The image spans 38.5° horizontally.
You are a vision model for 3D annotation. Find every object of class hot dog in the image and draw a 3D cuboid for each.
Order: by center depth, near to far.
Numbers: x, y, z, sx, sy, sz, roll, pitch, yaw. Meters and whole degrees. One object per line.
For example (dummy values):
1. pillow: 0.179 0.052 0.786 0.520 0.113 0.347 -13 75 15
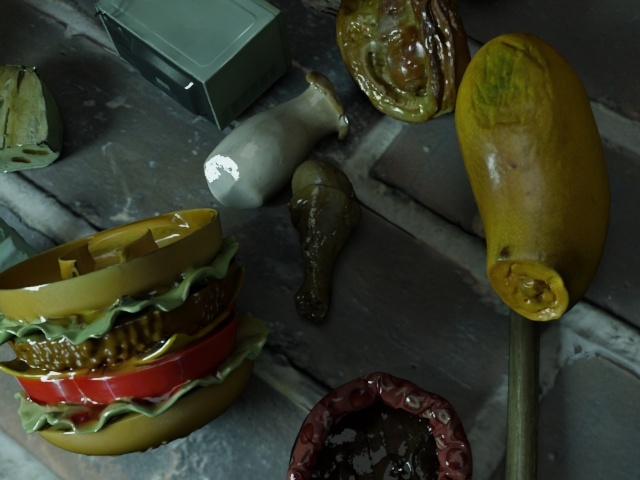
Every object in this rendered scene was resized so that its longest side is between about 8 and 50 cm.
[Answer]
1. hot dog: 0.104 -0.274 1.166 0.175 0.114 0.259 -33 53 35

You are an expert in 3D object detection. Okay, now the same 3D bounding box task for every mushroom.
1. mushroom: -0.051 -0.121 1.137 0.212 0.088 0.097 -37 75 -20

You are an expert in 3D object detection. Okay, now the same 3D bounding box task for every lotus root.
1. lotus root: -0.399 -0.157 1.198 0.143 0.070 0.144 -1 67 11

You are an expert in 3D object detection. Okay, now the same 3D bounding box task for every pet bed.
1. pet bed: 0.063 0.234 0.963 0.201 0.053 0.201 0 62 -1

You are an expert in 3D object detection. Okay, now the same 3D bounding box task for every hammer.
1. hammer: 0.210 0.215 0.971 0.111 0.043 0.366 4 61 9

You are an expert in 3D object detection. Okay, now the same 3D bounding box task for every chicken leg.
1. chicken leg: 0.002 0.000 1.082 0.069 0.085 0.198 -16 62 43

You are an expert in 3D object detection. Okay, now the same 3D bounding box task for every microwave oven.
1. microwave oven: -0.162 -0.264 1.198 0.205 0.129 0.163 38 74 22

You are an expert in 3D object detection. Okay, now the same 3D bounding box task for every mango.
1. mango: 0.243 -0.079 1.044 0.187 0.144 0.360 11 64 -37

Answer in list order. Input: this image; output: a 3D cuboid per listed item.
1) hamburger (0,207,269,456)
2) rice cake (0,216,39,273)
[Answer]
1. hamburger: -0.191 0.103 0.947 0.274 0.274 0.212 -16 102 -3
2. rice cake: -0.435 0.073 1.061 0.237 0.127 0.043 -44 34 -14
